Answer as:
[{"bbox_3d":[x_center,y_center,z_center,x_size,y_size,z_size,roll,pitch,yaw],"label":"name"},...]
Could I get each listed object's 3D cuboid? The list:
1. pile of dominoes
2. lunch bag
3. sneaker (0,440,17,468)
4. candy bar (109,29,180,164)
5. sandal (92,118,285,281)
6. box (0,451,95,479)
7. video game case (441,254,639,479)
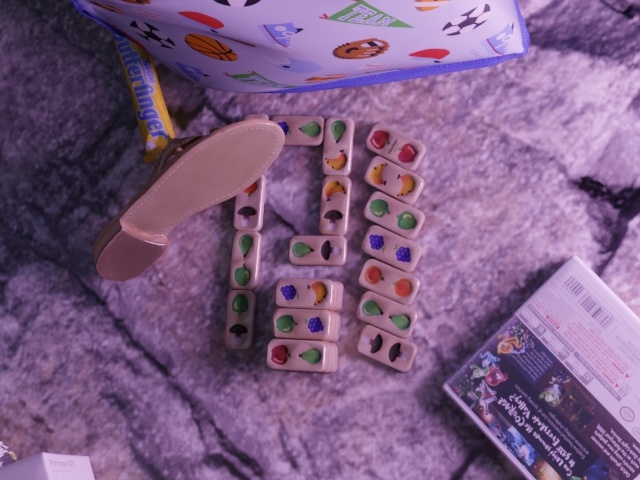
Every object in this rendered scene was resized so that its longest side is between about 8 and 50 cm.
[{"bbox_3d":[0.000,0.000,1.602,0.196,0.040,0.251,1,83,21],"label":"pile of dominoes"},{"bbox_3d":[-0.046,-0.268,1.505,0.385,0.328,0.238,-10,74,20],"label":"lunch bag"},{"bbox_3d":[-0.338,0.216,1.705,0.083,0.031,0.035,42,110,25],"label":"sneaker"},{"bbox_3d":[-0.180,-0.155,1.704,0.040,0.018,0.161,-21,76,16],"label":"candy bar"},{"bbox_3d":[-0.142,-0.064,1.644,0.240,0.088,0.079,-41,46,21],"label":"sandal"},{"bbox_3d":[-0.277,0.262,1.633,0.102,0.101,0.087,-23,75,14],"label":"box"},{"bbox_3d":[0.232,0.139,1.506,0.173,0.022,0.190,-46,71,8],"label":"video game case"}]
